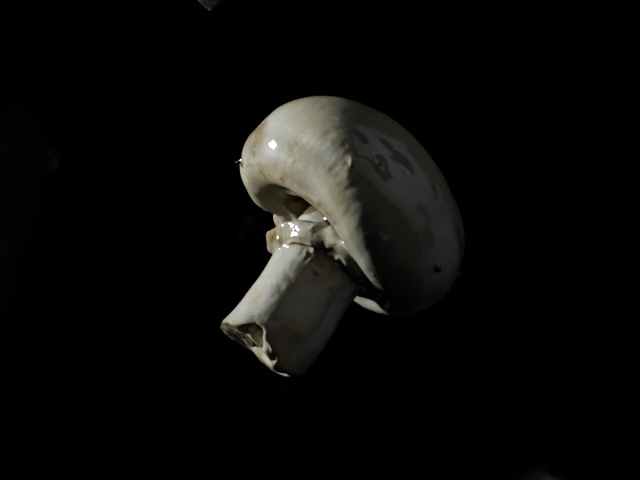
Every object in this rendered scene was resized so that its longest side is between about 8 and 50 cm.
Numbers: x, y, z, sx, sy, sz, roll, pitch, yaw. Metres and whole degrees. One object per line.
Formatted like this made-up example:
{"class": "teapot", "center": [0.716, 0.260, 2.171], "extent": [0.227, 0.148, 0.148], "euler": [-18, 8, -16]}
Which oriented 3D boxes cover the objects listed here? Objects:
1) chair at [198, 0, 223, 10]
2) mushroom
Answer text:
{"class": "chair", "center": [-0.028, -0.436, 1.576], "extent": [0.203, 0.416, 0.241], "euler": [41, -121, -18]}
{"class": "mushroom", "center": [0.000, 0.000, 1.742], "extent": [0.292, 0.290, 0.292], "euler": [42, 166, 13]}
